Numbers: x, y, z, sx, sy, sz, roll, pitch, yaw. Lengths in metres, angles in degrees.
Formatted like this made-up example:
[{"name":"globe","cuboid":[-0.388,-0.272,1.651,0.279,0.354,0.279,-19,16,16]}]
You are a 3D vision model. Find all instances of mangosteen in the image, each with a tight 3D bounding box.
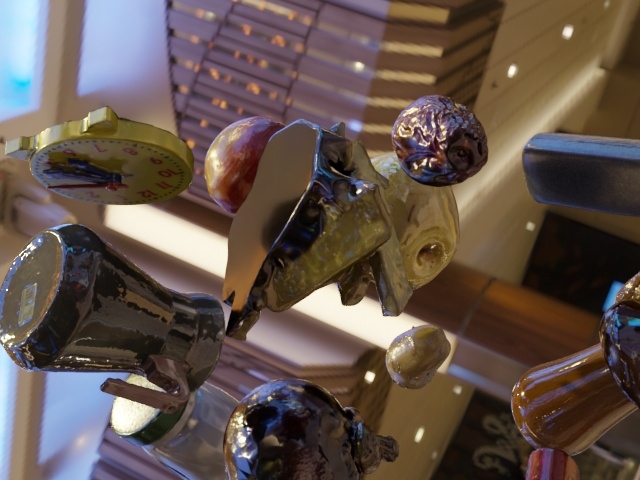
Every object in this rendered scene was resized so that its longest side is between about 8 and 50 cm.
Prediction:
[{"name":"mangosteen","cuboid":[-0.036,0.402,1.805,0.297,0.293,0.297,41,-139,-47]}]

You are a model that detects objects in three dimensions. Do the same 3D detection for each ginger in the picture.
[{"name":"ginger","cuboid":[0.000,0.000,1.545,0.358,0.211,0.413,-62,20,10]}]

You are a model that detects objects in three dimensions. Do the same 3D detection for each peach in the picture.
[{"name":"peach","cuboid":[-0.125,-0.149,1.885,0.197,0.197,0.197,-55,-21,-34]}]

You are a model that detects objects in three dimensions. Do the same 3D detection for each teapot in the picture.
[{"name":"teapot","cuboid":[-0.347,0.148,1.660,0.344,0.300,0.253,25,-59,-39]}]

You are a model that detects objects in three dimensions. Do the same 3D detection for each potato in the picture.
[{"name":"potato","cuboid":[0.217,0.259,2.199,0.176,0.137,0.137,-58,-10,32]}]

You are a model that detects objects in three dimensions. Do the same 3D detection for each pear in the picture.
[{"name":"pear","cuboid":[0.173,-0.043,2.198,0.309,0.309,0.309,-55,-21,-34]}]

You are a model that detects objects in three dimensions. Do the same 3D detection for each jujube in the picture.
[{"name":"jujube","cuboid":[0.217,-0.173,1.728,0.236,0.168,0.168,-136,65,-72]}]

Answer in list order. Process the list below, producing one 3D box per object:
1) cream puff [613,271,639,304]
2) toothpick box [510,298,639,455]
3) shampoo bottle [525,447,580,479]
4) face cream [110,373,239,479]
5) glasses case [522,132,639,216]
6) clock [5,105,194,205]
[{"name":"cream puff","cuboid":[0.644,0.109,1.891,0.126,0.103,0.144,-29,-22,-30]},{"name":"toothpick box","cuboid":[0.443,0.220,1.500,0.294,0.192,0.192,-42,2,39]},{"name":"shampoo bottle","cuboid":[0.303,0.438,1.314,0.314,0.076,0.118,-69,-27,-44]},{"name":"face cream","cuboid":[-0.293,0.444,2.280,0.357,0.312,0.219,43,-110,-34]},{"name":"glasses case","cuboid":[0.508,-0.114,1.702,0.074,0.323,0.131,-44,-51,-34]},{"name":"clock","cuboid":[-0.360,-0.120,1.670,0.293,0.277,0.071,23,-122,-50]}]
